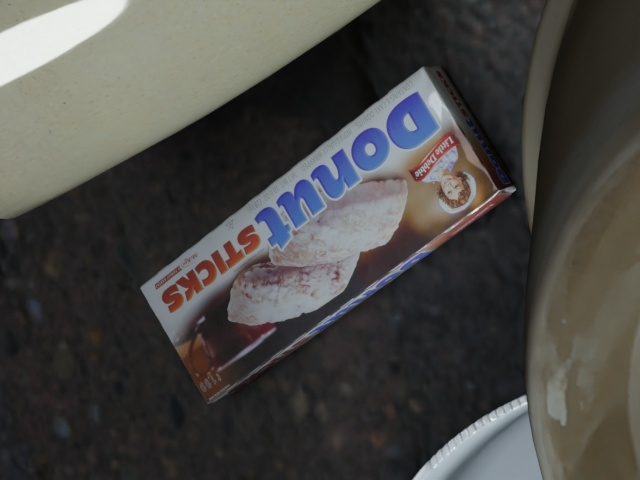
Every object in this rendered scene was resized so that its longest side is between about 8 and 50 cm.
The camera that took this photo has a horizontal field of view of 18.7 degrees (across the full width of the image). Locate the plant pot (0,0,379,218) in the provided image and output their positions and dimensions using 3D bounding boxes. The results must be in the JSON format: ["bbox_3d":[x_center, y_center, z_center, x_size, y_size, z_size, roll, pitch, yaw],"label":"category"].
[{"bbox_3d":[-0.039,-0.171,0.746,0.274,0.256,0.257,-18,87,12],"label":"plant pot"}]

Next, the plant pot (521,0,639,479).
[{"bbox_3d":[0.190,0.002,0.567,0.323,0.280,0.323,7,109,20],"label":"plant pot"}]

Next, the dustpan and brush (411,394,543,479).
[{"bbox_3d":[0.056,0.148,0.816,0.211,0.060,0.147,-19,87,29],"label":"dustpan and brush"}]

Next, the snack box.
[{"bbox_3d":[0.000,0.000,0.852,0.178,0.022,0.064,-37,77,28],"label":"snack box"}]
